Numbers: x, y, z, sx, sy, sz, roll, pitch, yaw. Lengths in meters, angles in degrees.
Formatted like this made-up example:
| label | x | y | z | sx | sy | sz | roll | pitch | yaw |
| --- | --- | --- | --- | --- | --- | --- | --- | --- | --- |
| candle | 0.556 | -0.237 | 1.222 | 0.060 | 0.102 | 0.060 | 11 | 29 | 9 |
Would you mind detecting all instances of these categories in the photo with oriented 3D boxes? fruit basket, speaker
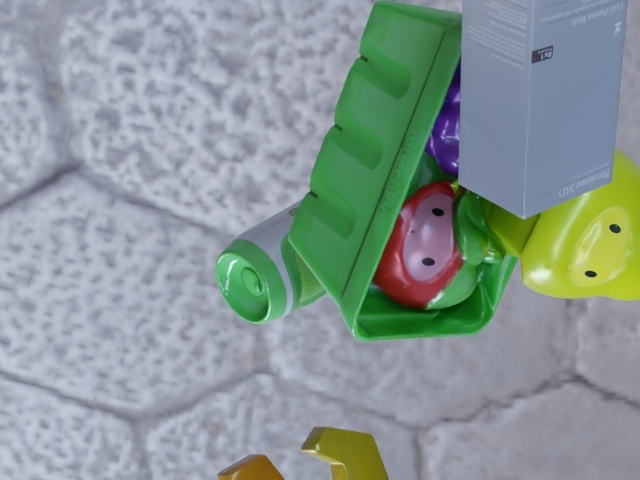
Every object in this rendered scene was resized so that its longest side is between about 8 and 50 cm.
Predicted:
| label | x | y | z | sx | sy | sz | roll | pitch | yaw |
| --- | --- | --- | --- | --- | --- | --- | --- | --- | --- |
| fruit basket | 0.194 | -0.047 | 1.606 | 0.283 | 0.392 | 0.392 | 1 | 150 | -48 |
| speaker | 0.000 | 0.000 | 2.070 | 0.131 | 0.296 | 0.131 | 29 | 135 | 34 |

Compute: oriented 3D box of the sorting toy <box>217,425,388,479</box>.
| label | x | y | z | sx | sy | sz | roll | pitch | yaw |
| --- | --- | --- | --- | --- | --- | --- | --- | --- | --- |
| sorting toy | 0.050 | 0.259 | 1.020 | 0.041 | 0.229 | 0.307 | -13 | 102 | 58 |

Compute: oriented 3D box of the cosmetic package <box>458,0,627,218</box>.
| label | x | y | z | sx | sy | sz | roll | pitch | yaw |
| --- | --- | --- | --- | --- | --- | --- | --- | --- | --- |
| cosmetic package | 0.204 | -0.154 | 1.416 | 0.127 | 0.107 | 0.238 | -23 | 124 | -29 |
